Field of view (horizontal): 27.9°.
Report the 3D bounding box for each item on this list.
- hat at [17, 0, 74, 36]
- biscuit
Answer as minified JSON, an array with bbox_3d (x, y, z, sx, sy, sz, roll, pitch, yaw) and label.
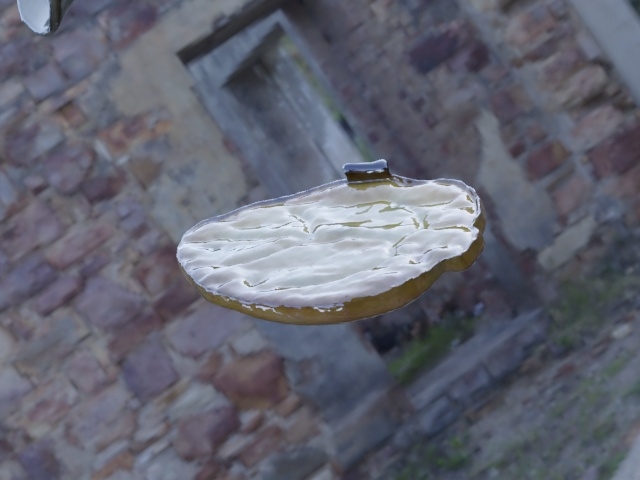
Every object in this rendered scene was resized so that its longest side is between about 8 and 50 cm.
[{"bbox_3d":[-0.062,-0.170,0.611,0.144,0.173,0.166,9,-11,-18],"label":"hat"},{"bbox_3d":[0.002,0.004,0.960,0.260,0.041,0.203,2,33,34],"label":"biscuit"}]
